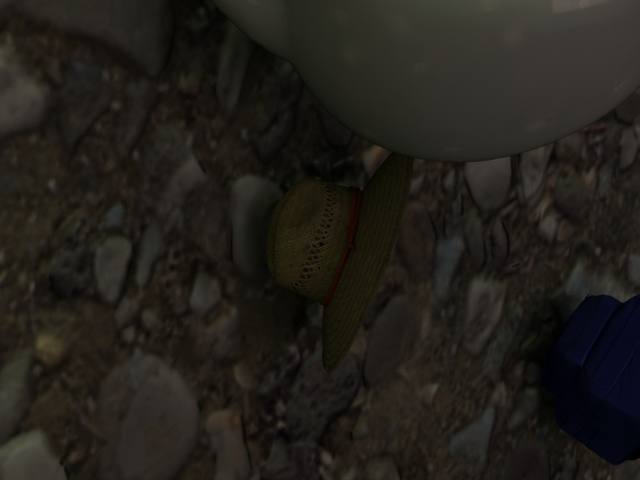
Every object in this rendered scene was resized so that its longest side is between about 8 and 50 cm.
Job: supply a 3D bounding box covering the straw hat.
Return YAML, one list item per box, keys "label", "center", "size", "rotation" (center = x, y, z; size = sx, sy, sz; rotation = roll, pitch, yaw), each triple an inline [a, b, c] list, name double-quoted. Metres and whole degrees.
- label: "straw hat"
  center: [0.000, 0.000, 1.106]
  size: [0.061, 0.144, 0.144]
  rotation: [19, 88, -9]

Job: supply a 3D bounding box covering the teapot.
- label: "teapot"
  center: [0.075, -0.180, 0.989]
  size: [0.256, 0.252, 0.187]
  rotation: [-58, 144, -22]

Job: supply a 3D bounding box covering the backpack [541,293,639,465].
- label: "backpack"
  center: [0.212, 0.096, 1.347]
  size: [0.098, 0.101, 0.120]
  rotation: [-49, 165, -20]
